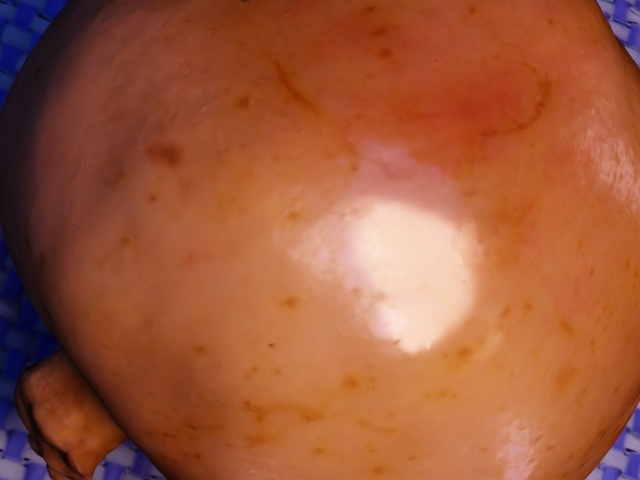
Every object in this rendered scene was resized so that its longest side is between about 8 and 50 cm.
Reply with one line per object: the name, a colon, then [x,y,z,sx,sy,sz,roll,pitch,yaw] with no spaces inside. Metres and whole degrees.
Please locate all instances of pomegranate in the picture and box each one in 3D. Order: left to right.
pomegranate: [0.000,0.000,1.079,0.411,0.411,0.411,7,72,-21]
